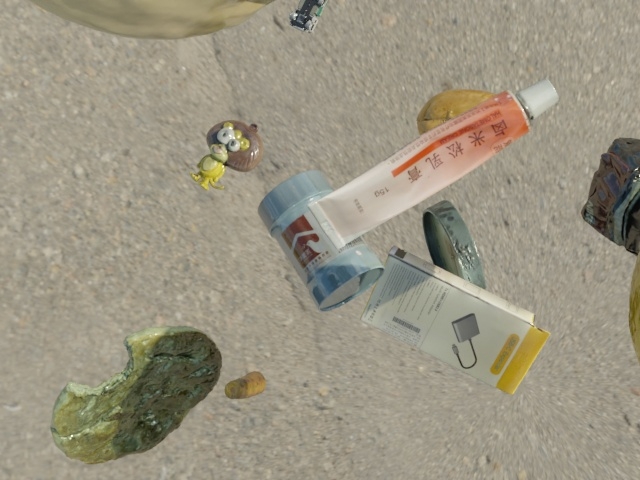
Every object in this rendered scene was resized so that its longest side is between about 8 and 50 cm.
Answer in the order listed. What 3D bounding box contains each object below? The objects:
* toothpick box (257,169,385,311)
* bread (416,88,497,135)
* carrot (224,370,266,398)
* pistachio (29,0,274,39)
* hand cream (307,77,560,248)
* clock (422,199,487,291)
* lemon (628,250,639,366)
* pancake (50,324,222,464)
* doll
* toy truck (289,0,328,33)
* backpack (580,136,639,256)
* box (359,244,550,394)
[{"bbox_3d":[0.000,0.000,1.032,0.101,0.101,0.153,-35,72,6],"label":"toothpick box"},{"bbox_3d":[0.266,-0.215,1.459,0.189,0.077,0.114,0,80,7],"label":"bread"},{"bbox_3d":[-0.123,0.240,1.349,0.042,0.171,0.042,-1,84,10],"label":"carrot"},{"bbox_3d":[-0.105,-0.229,0.452,0.208,0.332,0.226,25,113,40],"label":"pistachio"},{"bbox_3d":[0.092,-0.066,0.653,0.216,0.038,0.052,-32,105,3],"label":"hand cream"},{"bbox_3d":[0.265,0.031,1.631,0.049,0.226,0.226,-19,76,-5],"label":"clock"},{"bbox_3d":[0.372,0.064,0.625,0.245,0.320,0.245,-26,42,26],"label":"lemon"},{"bbox_3d":[-0.239,0.206,1.084,0.253,0.253,0.037,-44,58,3],"label":"pancake"},{"bbox_3d":[-0.211,-0.195,1.888,0.145,0.096,0.188,18,74,17],"label":"doll"},{"bbox_3d":[-0.011,-0.349,1.213,0.039,0.044,0.083,31,102,15],"label":"toy truck"},{"bbox_3d":[0.350,-0.033,0.854,0.106,0.165,0.120,0,116,-17],"label":"backpack"},{"bbox_3d":[0.188,0.115,1.167,0.247,0.033,0.129,27,121,8],"label":"box"}]
